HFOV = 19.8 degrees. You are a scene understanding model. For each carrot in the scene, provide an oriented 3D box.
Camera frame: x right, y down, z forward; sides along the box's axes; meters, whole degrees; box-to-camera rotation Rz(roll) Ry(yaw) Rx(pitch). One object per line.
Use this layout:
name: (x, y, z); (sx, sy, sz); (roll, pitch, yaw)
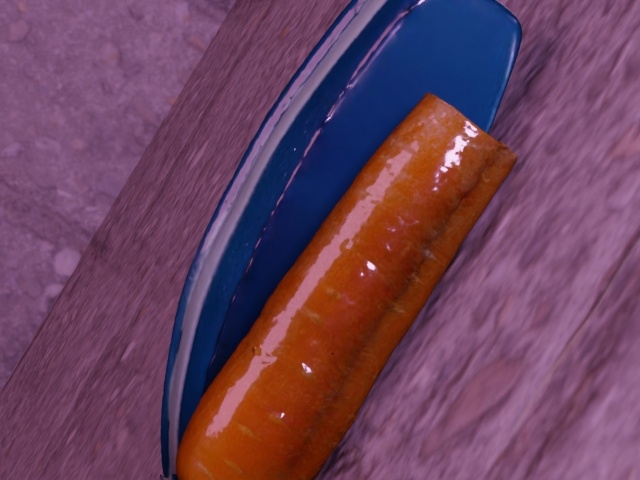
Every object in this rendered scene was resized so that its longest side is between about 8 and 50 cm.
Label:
carrot: (0.006, 0.038, 0.846); (0.225, 0.067, 0.067); (-57, 12, 1)

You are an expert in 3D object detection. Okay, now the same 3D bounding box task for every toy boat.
toy boat: (0.000, 0.000, 0.911); (0.299, 0.096, 0.062); (-60, 21, 5)
